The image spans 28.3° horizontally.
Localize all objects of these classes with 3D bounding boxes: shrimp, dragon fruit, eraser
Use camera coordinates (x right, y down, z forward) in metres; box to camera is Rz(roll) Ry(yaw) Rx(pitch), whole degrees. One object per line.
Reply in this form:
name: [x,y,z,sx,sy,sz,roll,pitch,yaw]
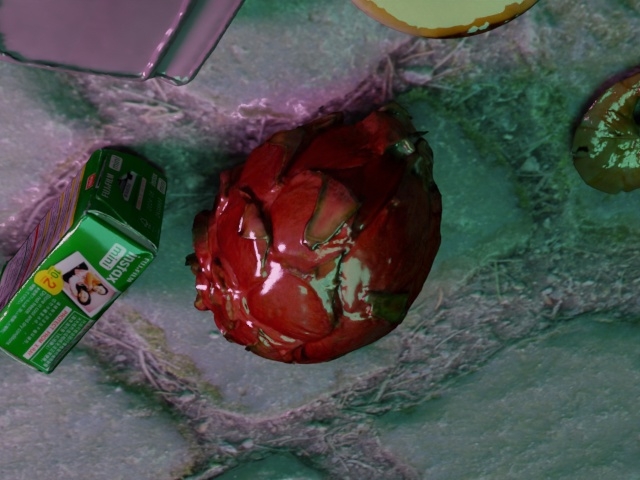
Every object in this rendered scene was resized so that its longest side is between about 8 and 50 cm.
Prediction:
shrimp: [0.419,-0.167,1.585,0.145,0.061,0.267,28,124,-20]
dragon fruit: [0.000,0.000,1.507,0.343,0.277,0.277,-27,132,19]
eraser: [-0.175,-0.316,1.214,0.272,0.122,0.359,3,142,-35]

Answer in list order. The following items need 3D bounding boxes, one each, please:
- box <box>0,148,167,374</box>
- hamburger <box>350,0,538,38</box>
box: [-0.293,0.022,1.524,0.103,0.180,0.250,33,117,-21]
hamburger: [0.127,-0.346,1.269,0.302,0.170,0.302,2,127,2]
